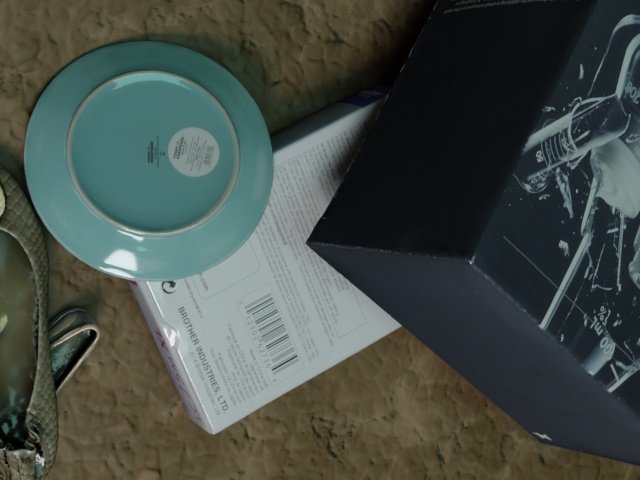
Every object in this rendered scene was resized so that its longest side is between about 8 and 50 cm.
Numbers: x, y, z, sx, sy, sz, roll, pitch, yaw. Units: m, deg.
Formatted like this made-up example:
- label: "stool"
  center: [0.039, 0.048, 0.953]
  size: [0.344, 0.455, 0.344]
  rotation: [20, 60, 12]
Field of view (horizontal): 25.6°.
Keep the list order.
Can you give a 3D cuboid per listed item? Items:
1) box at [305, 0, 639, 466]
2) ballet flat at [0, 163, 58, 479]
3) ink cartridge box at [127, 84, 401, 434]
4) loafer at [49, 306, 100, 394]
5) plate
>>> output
- label: "box"
  center: [0.215, -0.031, 1.114]
  size: [0.343, 0.179, 0.312]
  rotation: [40, 70, -35]
- label: "ballet flat"
  center: [-0.235, 0.060, 1.018]
  size: [0.084, 0.058, 0.249]
  rotation: [-7, 92, -7]
- label: "ink cartridge box"
  center: [0.000, 0.000, 1.139]
  size: [0.311, 0.065, 0.185]
  rotation: [-28, 110, -17]
- label: "loafer"
  center: [-0.215, 0.104, 1.068]
  size: [0.045, 0.039, 0.125]
  rotation: [44, 80, -27]
- label: "plate"
  center: [-0.124, -0.063, 1.044]
  size: [0.188, 0.024, 0.188]
  rotation: [3, 76, -13]
